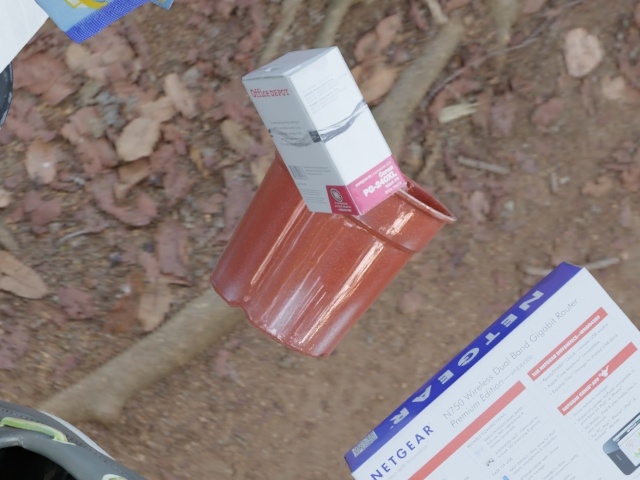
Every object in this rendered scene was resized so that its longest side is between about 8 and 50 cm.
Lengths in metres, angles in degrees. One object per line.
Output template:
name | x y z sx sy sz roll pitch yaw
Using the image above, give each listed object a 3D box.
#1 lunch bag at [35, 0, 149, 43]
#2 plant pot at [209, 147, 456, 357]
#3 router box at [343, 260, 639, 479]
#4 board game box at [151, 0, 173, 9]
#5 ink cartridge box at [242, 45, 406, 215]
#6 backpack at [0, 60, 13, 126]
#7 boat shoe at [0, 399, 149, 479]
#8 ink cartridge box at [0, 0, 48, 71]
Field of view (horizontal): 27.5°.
lunch bag | -0.104 -0.242 0.615 0.221 0.293 0.138 44 32 -28
plant pot | 0.000 0.000 1.797 0.272 0.272 0.265 32 99 -20
router box | 0.249 0.243 1.429 0.335 0.082 0.301 -41 97 -1
board game box | -0.305 -0.455 1.772 0.302 0.308 0.086 26 79 -11
ink cartridge box | 0.002 -0.104 1.235 0.063 0.109 0.150 -34 108 -20
backpack | -0.571 -0.129 1.672 0.290 0.355 0.273 -52 132 -36
boat shoe | -0.146 0.131 0.606 0.091 0.305 0.109 39 70 -50
ink cartridge box | -0.263 -0.203 1.119 0.029 0.063 0.115 15 50 17
